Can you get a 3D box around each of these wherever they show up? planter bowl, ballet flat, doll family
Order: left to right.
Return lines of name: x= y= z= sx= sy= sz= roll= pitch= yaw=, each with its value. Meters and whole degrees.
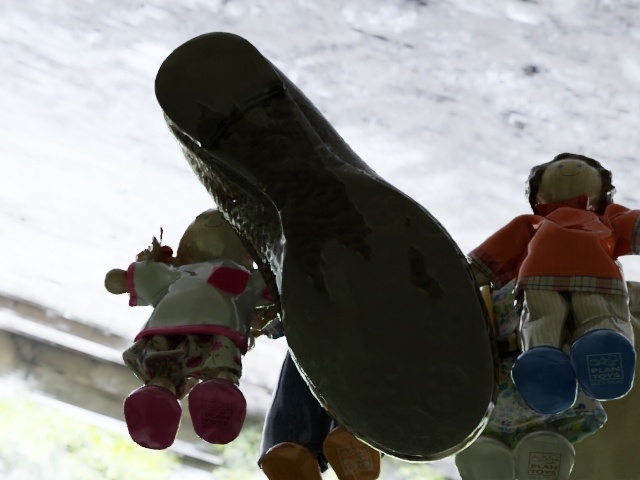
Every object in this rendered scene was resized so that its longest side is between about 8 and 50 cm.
ballet flat: x=0.000 y=0.000 z=0.617 sx=0.250 sy=0.084 sz=0.058 roll=52 pitch=174 yaw=35
doll family: x=0.036 y=0.044 z=0.647 sx=0.262 sy=0.163 sz=0.118 roll=-7 pitch=126 yaw=13
planter bowl: x=0.202 y=0.094 z=0.881 sx=0.162 sy=0.109 sz=0.162 roll=19 pitch=-157 yaw=-8
